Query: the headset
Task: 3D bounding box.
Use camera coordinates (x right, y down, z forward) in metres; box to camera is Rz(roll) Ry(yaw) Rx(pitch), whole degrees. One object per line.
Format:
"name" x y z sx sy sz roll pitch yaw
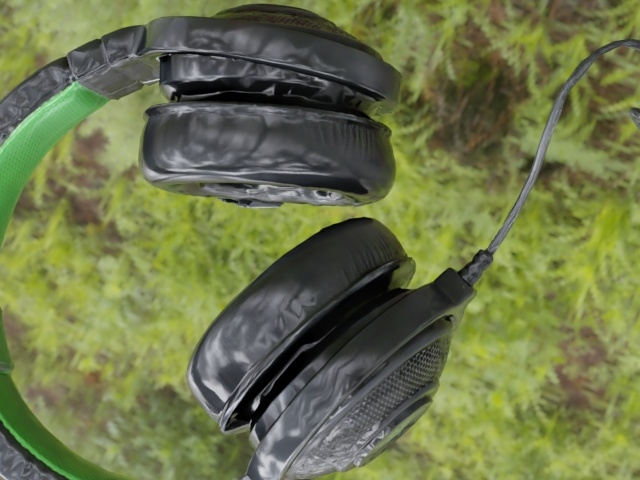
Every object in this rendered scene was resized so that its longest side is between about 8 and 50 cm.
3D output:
"headset" 0.000 0.000 0.651 0.394 0.243 0.185 -17 170 14
